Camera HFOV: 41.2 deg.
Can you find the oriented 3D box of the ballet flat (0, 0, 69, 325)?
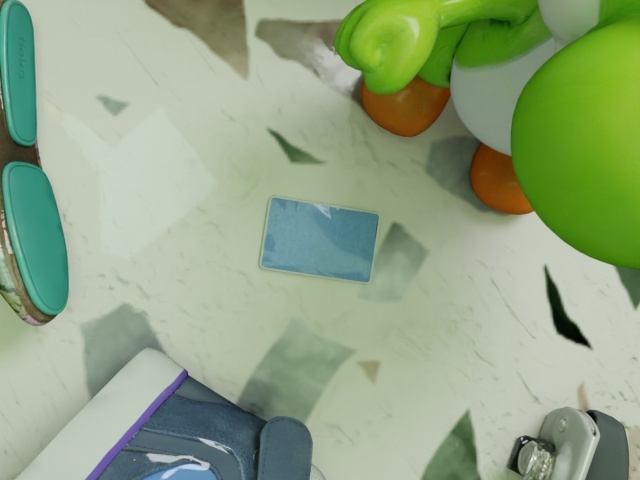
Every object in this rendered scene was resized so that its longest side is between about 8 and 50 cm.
[{"bbox_3d":[-0.217,-0.051,0.553,0.079,0.077,0.221,-10,86,8],"label":"ballet flat"}]

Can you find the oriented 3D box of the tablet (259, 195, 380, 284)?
[{"bbox_3d":[0.000,0.000,0.617,0.083,0.006,0.054,9,88,-9],"label":"tablet"}]

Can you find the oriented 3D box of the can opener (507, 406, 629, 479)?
[{"bbox_3d":[0.147,0.251,0.603,0.093,0.074,0.280,25,85,-9],"label":"can opener"}]

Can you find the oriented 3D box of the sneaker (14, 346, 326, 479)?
[{"bbox_3d":[-0.098,0.232,0.477,0.236,0.130,0.322,40,46,-2],"label":"sneaker"}]

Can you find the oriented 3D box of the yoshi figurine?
[{"bbox_3d":[0.125,-0.070,0.460,0.204,0.362,0.202,-15,92,-11],"label":"yoshi figurine"}]
